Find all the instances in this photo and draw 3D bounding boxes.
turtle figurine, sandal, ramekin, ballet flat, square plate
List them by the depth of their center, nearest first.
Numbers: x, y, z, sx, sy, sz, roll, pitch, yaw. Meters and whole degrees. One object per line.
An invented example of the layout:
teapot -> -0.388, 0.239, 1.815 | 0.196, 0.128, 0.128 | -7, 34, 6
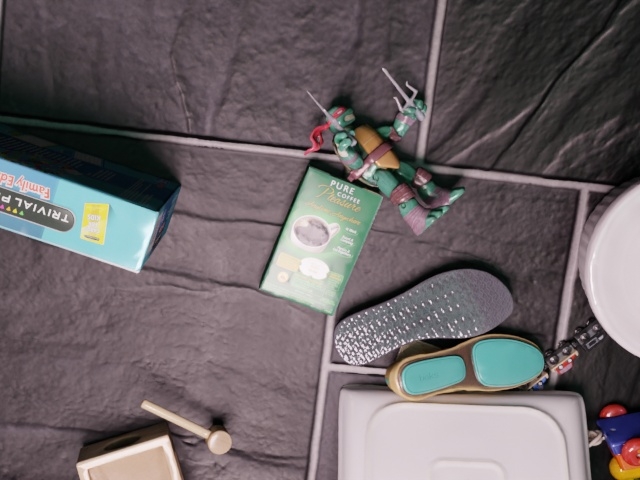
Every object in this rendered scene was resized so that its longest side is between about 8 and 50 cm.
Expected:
square plate -> 0.189, 0.338, 1.211 | 0.344, 0.347, 0.049 | 1, 143, 3
turtle figurine -> 0.081, -0.121, 1.230 | 0.234, 0.118, 0.175 | 47, 54, 0
ramekin -> 0.478, 0.027, 1.265 | 0.273, 0.127, 0.272 | 0, 99, -2
sandal -> 0.139, 0.101, 1.301 | 0.254, 0.054, 0.097 | -15, 88, 2
ballet flat -> 0.197, 0.173, 1.302 | 0.232, 0.073, 0.080 | -3, 86, -19

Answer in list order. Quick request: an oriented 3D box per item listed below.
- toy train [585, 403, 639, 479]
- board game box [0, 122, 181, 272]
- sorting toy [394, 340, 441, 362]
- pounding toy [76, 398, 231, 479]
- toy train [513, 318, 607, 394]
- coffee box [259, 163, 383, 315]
toy train -> 0.433, 0.319, 1.334 | 0.248, 0.105, 0.143 | -11, 113, -1
board game box -> -0.353, -0.072, 1.142 | 0.336, 0.254, 0.079 | 19, 99, -5
sorting toy -> 0.124, 0.168, 1.328 | 0.083, 0.012, 0.062 | 20, 98, -6
pounding toy -> -0.226, 0.300, 1.298 | 0.206, 0.094, 0.181 | -16, 95, -10
toy train -> 0.343, 0.171, 1.334 | 0.158, 0.027, 0.036 | -38, 110, 4
coffee box -> 0.000, 0.000, 1.279 | 0.113, 0.040, 0.184 | 20, 98, -7
